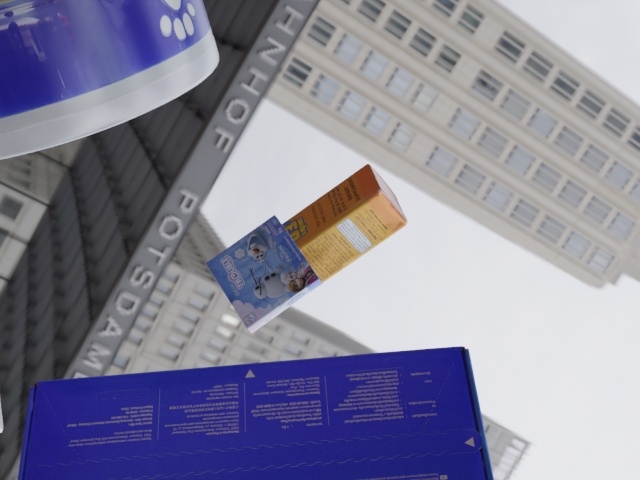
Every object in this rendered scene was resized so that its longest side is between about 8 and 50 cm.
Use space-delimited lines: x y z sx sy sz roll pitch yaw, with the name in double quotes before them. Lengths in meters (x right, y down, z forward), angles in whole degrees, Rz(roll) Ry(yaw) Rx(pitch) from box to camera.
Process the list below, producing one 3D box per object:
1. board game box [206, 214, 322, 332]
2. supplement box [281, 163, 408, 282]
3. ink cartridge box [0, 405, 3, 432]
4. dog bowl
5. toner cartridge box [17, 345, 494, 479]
"board game box" -0.059 0.034 0.932 0.090 0.020 0.090 -36 -115 0
"supplement box" 0.000 0.000 1.242 0.233 0.080 0.078 -37 -146 13
"ink cartridge box" -0.463 0.198 1.061 0.109 0.150 0.063 102 -21 -66
"dog bowl" -0.222 -0.160 0.729 0.264 0.104 0.265 -12 -155 6
"toner cartridge box" -0.048 0.182 0.688 0.075 0.347 0.165 86 0 -54
